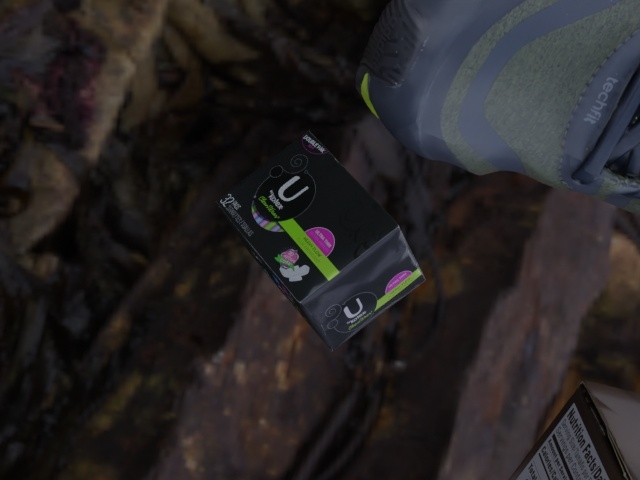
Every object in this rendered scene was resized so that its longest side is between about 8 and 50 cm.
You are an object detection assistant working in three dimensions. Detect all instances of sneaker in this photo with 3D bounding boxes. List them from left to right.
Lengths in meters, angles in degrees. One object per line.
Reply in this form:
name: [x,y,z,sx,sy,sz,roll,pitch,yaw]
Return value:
sneaker: [0.148,-0.038,0.495,0.300,0.121,0.111,6,126,-32]

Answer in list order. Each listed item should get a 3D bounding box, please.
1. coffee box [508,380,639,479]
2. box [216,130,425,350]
coffee box: [0.153,0.235,0.843,0.168,0.119,0.297,16,122,-26]
box: [0.000,0.000,0.742,0.062,0.083,0.052,-38,142,-5]
